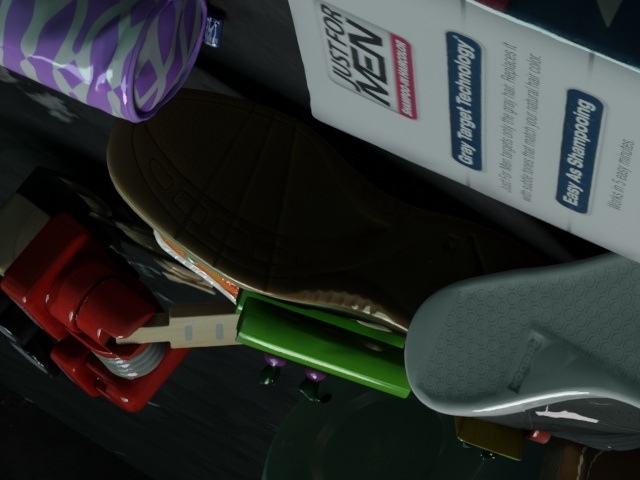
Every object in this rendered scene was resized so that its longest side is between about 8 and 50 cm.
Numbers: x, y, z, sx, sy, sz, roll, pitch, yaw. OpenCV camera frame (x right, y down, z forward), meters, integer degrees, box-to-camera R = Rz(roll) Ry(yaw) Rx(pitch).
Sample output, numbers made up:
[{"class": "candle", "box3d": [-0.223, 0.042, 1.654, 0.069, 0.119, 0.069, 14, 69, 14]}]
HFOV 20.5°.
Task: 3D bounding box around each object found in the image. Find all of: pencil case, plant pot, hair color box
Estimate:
[{"class": "pencil case", "box3d": [-0.160, -0.137, 0.954, 0.206, 0.086, 0.088, 23, 130, 13]}, {"class": "plant pot", "box3d": [0.087, 0.223, 1.342, 0.293, 0.293, 0.235, 15, 145, 41]}, {"class": "hair color box", "box3d": [0.163, -0.049, 0.615, 0.347, 0.105, 0.174, 25, 164, 13]}]

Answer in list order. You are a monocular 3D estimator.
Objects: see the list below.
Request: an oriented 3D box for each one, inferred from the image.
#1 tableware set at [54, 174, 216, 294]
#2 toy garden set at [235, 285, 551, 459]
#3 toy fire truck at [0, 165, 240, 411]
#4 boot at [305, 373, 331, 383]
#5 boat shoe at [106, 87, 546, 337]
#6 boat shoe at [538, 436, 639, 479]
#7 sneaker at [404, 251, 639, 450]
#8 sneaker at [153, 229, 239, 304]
[{"class": "tableware set", "box3d": [-0.165, -0.002, 1.522, 0.141, 0.020, 0.168, 23, 165, 19]}, {"class": "toy garden set", "box3d": [0.038, 0.071, 1.159, 0.204, 0.049, 0.244, 19, -169, -6]}, {"class": "toy fire truck", "box3d": [-0.142, 0.064, 1.430, 0.246, 0.158, 0.217, 35, 167, 23]}, {"class": "boot", "box3d": [0.022, 0.138, 1.610, 0.121, 0.045, 0.099, 32, 167, -18]}, {"class": "boat shoe", "box3d": [0.000, 0.000, 1.072, 0.285, 0.104, 0.089, 28, 170, -9]}, {"class": "boat shoe", "box3d": [0.280, 0.181, 1.122, 0.324, 0.122, 0.120, 18, 164, -34]}, {"class": "sneaker", "box3d": [0.203, 0.058, 0.947, 0.296, 0.104, 0.147, -6, 167, 41]}, {"class": "sneaker", "box3d": [-0.044, 0.020, 1.302, 0.175, 0.064, 0.067, 30, 155, -16]}]
